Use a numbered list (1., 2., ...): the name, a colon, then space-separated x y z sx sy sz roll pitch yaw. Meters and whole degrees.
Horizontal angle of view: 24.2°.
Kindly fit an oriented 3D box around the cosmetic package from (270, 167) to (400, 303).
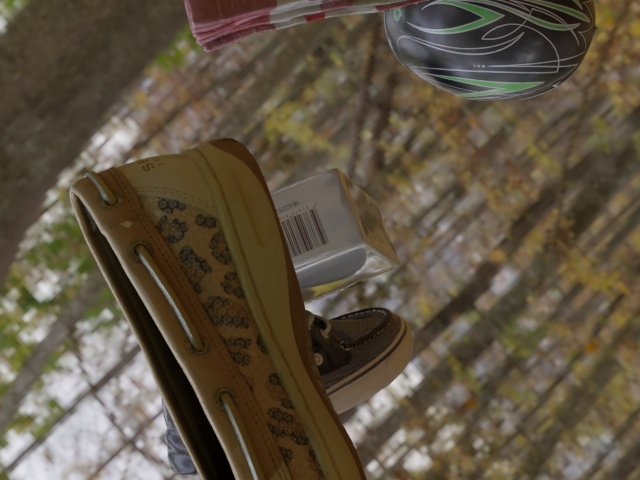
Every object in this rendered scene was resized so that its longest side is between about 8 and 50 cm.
1. cosmetic package: 0.000 0.000 1.499 0.231 0.117 0.085 30 -142 -79

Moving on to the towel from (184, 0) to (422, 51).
1. towel: 0.054 -0.257 1.027 0.037 0.329 0.237 80 178 -58

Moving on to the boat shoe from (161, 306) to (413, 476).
1. boat shoe: -0.033 0.102 1.529 0.127 0.340 0.158 0 110 40

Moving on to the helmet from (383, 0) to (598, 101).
1. helmet: 0.152 -0.199 1.309 0.169 0.169 0.161 47 160 -25

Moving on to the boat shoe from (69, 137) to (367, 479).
1. boat shoe: -0.043 0.093 0.708 0.104 0.089 0.285 127 128 -64
